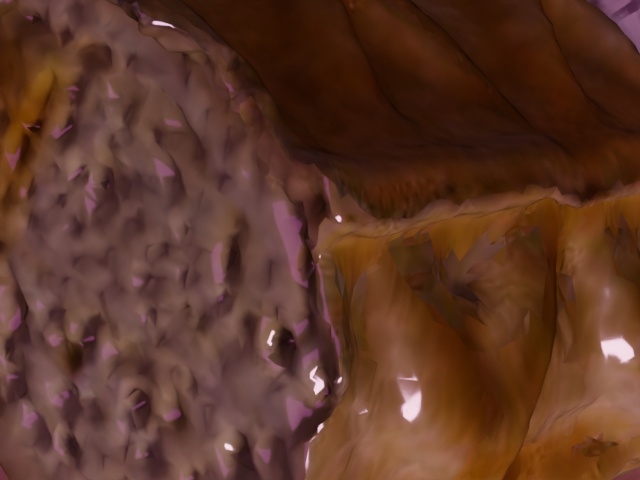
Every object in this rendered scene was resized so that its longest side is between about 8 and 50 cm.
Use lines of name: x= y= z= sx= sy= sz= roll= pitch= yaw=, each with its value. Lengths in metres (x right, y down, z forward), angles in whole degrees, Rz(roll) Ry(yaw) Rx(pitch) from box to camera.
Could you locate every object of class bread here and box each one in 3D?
bread: x=0.004 y=0.004 z=0.614 sx=0.196 sy=0.252 sz=0.238 roll=10 pitch=108 yaw=34
